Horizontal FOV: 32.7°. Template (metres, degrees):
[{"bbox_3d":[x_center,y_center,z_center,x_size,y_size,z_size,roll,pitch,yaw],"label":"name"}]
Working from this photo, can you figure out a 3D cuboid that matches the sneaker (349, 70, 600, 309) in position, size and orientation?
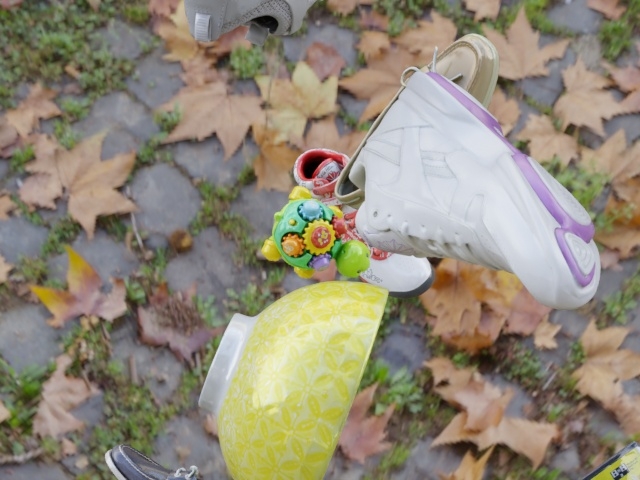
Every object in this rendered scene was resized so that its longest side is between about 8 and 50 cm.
[{"bbox_3d":[0.118,-0.018,0.890,0.152,0.114,0.305,-46,35,11],"label":"sneaker"}]

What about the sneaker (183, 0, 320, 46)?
[{"bbox_3d":[-0.045,-0.225,0.925,0.105,0.281,0.115,17,109,23],"label":"sneaker"}]

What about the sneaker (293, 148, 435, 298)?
[{"bbox_3d":[0.055,-0.031,1.598,0.090,0.145,0.270,-37,50,-10],"label":"sneaker"}]

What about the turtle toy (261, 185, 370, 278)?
[{"bbox_3d":[0.000,0.000,1.269,0.130,0.066,0.095,30,83,-27],"label":"turtle toy"}]

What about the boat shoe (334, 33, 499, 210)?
[{"bbox_3d":[0.128,-0.151,1.437,0.104,0.089,0.285,43,105,33],"label":"boat shoe"}]

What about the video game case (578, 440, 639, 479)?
[{"bbox_3d":[0.330,0.413,1.273,0.275,0.035,0.248,-41,48,15],"label":"video game case"}]

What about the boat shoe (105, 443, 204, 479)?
[{"bbox_3d":[-0.154,0.290,1.275,0.206,0.075,0.065,36,97,-4],"label":"boat shoe"}]

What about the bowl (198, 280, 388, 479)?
[{"bbox_3d":[-0.045,0.162,1.235,0.156,0.289,0.289,22,67,2],"label":"bowl"}]
